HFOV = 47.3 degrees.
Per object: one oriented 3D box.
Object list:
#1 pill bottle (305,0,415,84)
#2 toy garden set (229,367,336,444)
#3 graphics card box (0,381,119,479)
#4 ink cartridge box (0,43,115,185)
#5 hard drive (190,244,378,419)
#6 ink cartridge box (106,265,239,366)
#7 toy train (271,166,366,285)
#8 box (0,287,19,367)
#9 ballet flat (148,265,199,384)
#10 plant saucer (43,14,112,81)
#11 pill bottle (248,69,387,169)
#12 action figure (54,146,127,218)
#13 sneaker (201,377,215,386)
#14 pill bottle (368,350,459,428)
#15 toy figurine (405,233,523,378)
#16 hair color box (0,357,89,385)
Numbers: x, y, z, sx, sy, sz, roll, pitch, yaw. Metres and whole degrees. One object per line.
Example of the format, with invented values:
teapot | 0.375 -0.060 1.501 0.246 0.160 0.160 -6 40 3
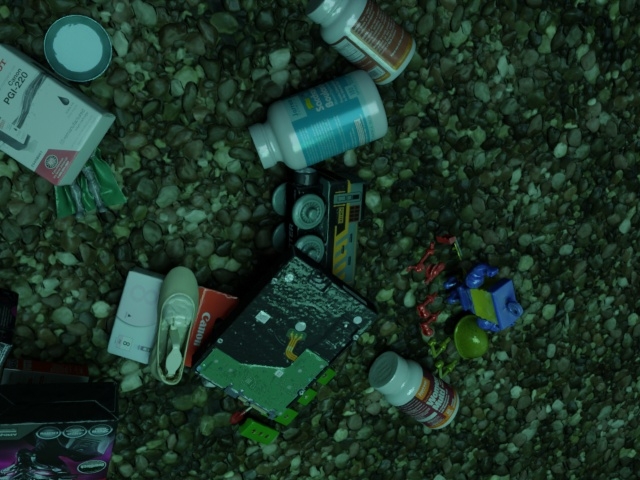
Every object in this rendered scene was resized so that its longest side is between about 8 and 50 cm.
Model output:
pill bottle | 0.079 -0.422 1.467 0.216 0.121 0.121 34 94 -27
toy garden set | -0.108 0.348 1.689 0.244 0.049 0.204 -46 137 3
graphics card box | -0.538 0.417 1.459 0.232 0.094 0.371 4 135 -21
ink cartridge box | -0.506 -0.221 1.298 0.218 0.092 0.159 34 96 -4
hard drive | -0.077 0.200 1.525 0.237 0.064 0.339 36 105 -20
ink cartridge box | -0.310 0.175 1.533 0.232 0.066 0.189 18 102 -1
toy train | 0.000 0.000 1.584 0.190 0.142 0.334 -8 111 -28
box | -0.658 0.186 1.336 0.142 0.247 0.163 24 98 -24
ballet flat | -0.292 0.178 1.478 0.086 0.086 0.248 6 106 -22
plant saucer | -0.448 -0.355 1.351 0.119 0.021 0.119 -7 110 -19
pill bottle | -0.008 -0.234 1.477 0.264 0.146 0.146 -22 115 -3
action figure | -0.470 -0.161 1.392 0.137 0.063 0.232 -17 110 -11
sneaker | -0.170 0.235 1.634 0.115 0.090 0.232 24 108 -32
pill bottle | 0.229 0.367 1.799 0.221 0.121 0.121 36 93 -27
toy figurine | 0.371 0.174 1.699 0.191 0.217 0.363 -34 118 -32
hair color box | -0.576 0.302 1.517 0.167 0.053 0.093 11 105 -25
